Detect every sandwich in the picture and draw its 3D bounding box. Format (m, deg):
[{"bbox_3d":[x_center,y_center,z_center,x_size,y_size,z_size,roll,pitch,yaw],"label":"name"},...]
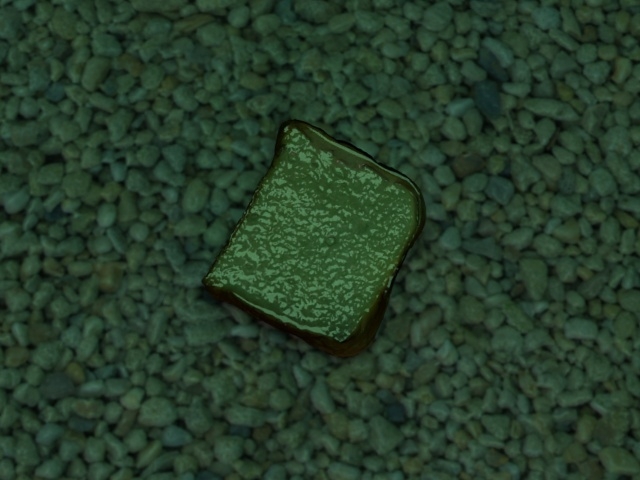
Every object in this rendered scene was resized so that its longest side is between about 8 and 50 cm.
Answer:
[{"bbox_3d":[0.000,0.000,1.965,0.226,0.087,0.251,24,75,5],"label":"sandwich"}]
